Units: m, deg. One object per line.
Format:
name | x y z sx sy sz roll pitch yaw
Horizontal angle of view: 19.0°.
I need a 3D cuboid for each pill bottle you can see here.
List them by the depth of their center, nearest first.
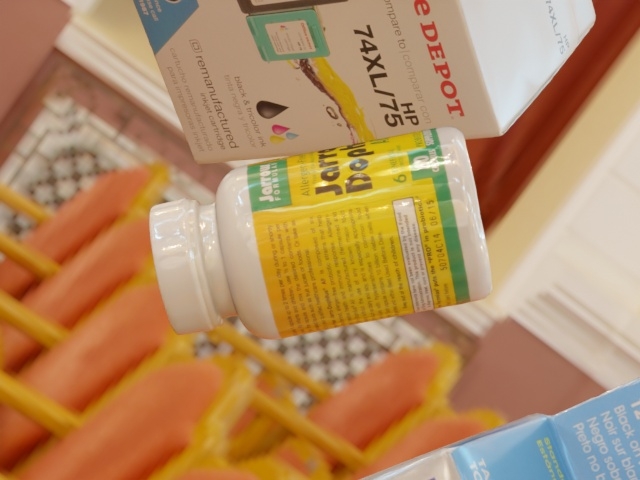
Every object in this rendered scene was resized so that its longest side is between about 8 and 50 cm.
pill bottle | 0.000 0.000 1.246 0.117 0.208 0.117 -11 90 -87

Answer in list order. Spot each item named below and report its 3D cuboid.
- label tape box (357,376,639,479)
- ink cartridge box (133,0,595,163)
label tape box | 0.050 0.227 0.839 0.115 0.348 0.249 41 26 -79
ink cartridge box | 0.029 -0.194 1.422 0.197 0.270 0.198 -48 125 -47
